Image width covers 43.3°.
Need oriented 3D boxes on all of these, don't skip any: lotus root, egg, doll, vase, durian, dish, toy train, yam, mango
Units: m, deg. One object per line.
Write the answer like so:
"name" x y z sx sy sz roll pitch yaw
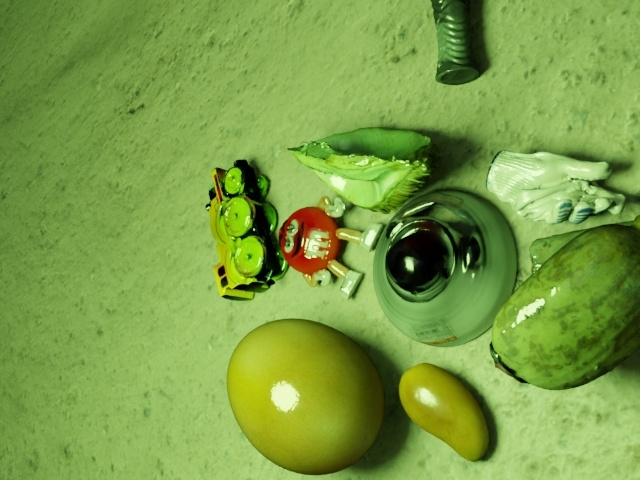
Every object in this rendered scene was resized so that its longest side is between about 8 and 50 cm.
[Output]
"lotus root" 0.357 0.078 1.076 0.309 0.173 0.173 -50 53 26
"egg" -0.032 0.264 1.406 0.322 0.250 0.250 30 100 49
"doll" 0.000 0.000 1.552 0.217 0.085 0.183 27 99 31
"vase" 0.235 -0.401 1.439 0.115 0.115 0.238 -12 77 38
"durian" 0.087 -0.151 1.414 0.163 0.198 0.394 -61 25 -2
"dish" 0.179 0.037 1.359 0.273 0.133 0.273 -11 72 37
"toy train" -0.167 -0.024 1.685 0.160 0.100 0.296 -33 60 32
"yam" 0.413 0.031 1.182 0.194 0.107 0.107 -15 71 36
"mango" 0.203 0.277 1.315 0.184 0.085 0.102 46 110 31

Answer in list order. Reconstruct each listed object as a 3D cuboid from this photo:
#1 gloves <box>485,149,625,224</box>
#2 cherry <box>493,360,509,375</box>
"gloves" 0.365 -0.082 1.254 0.229 0.097 0.119 26 101 45
"cherry" 0.361 0.140 1.218 0.225 0.090 0.107 -31 46 17
